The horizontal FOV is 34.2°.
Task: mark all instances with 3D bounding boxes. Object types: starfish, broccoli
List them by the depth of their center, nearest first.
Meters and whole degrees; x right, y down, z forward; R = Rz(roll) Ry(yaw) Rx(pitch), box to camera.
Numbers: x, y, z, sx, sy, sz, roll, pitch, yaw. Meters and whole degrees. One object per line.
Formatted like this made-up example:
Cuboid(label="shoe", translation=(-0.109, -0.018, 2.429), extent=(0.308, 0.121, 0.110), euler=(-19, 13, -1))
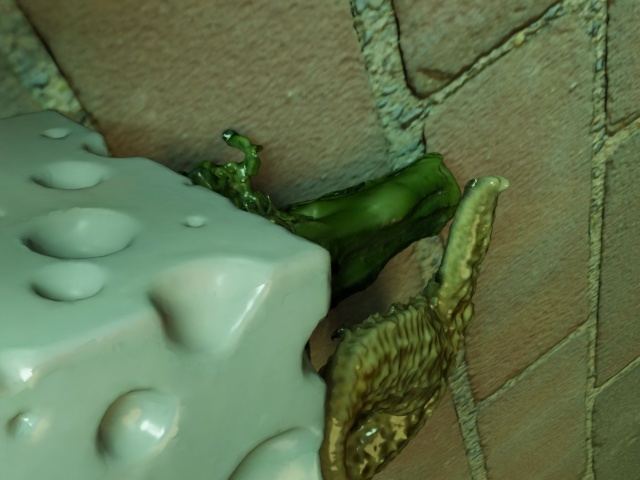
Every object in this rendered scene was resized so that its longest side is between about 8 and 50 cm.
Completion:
Cuboid(label="broccoli", translation=(0.003, 0.007, 0.732), extent=(0.304, 0.145, 0.165), euler=(-28, 151, -43))
Cuboid(label="starfish", translation=(0.030, 0.138, 0.799), extent=(0.324, 0.082, 0.432), euler=(-49, 171, -33))

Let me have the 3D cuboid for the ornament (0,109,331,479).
Cuboid(label="ornament", translation=(-0.162, 0.101, 0.480), extent=(0.240, 0.240, 0.239), euler=(-20, 123, -38))
